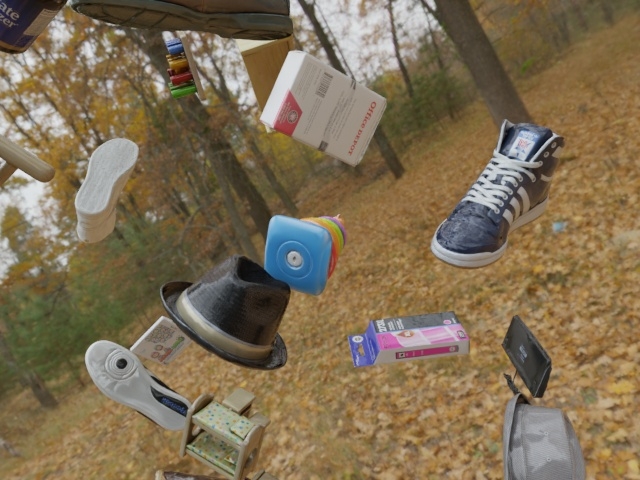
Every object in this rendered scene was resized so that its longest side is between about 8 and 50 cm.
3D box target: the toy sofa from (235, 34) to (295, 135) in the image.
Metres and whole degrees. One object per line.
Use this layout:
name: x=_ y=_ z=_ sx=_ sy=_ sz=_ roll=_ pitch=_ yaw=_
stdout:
toy sofa: x=-0.141 y=-0.499 z=1.565 sx=0.150 sy=0.177 sz=0.363 roll=-18 pitch=-30 yaw=-1

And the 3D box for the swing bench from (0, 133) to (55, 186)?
swing bench: x=-0.408 y=-0.049 z=0.406 sx=0.165 sy=0.255 sz=0.253 roll=-28 pitch=26 yaw=30

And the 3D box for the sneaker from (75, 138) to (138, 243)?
sneaker: x=-0.575 y=-0.130 z=1.422 sx=0.169 sy=0.108 sz=0.293 roll=121 pitch=165 yaw=-47

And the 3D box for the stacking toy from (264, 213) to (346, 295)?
stacking toy: x=0.000 y=0.000 z=1.331 sx=0.165 sy=0.175 sz=0.302 roll=16 pitch=23 yaw=19

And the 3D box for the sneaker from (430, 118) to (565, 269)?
sneaker: x=0.257 y=-0.077 z=0.761 sx=0.099 sy=0.153 sz=0.282 roll=29 pitch=42 yaw=32

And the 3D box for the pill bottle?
pill bottle: x=-0.559 y=-0.468 z=1.009 sx=0.219 sy=0.123 sz=0.123 roll=-33 pitch=2 yaw=25

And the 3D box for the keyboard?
keyboard: x=0.603 y=0.370 z=1.592 sx=0.317 sy=0.033 sz=0.202 roll=-79 pitch=5 yaw=-73

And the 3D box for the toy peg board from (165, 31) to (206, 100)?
toy peg board: x=-0.366 y=-0.447 z=1.374 sx=0.079 sy=0.161 sz=0.161 roll=-20 pitch=32 yaw=-10

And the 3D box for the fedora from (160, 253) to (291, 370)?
fedora: x=-0.165 y=0.124 z=1.111 sx=0.153 sy=0.334 sz=0.334 roll=-57 pitch=2 yaw=5

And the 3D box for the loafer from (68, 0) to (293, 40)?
loafer: x=-0.150 y=-0.285 z=0.610 sx=0.267 sy=0.084 sz=0.096 roll=-9 pitch=13 yaw=-40

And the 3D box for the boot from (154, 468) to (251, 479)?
boot: x=-0.240 y=0.532 z=1.115 sx=0.206 sy=0.090 sz=0.248 roll=8 pitch=-19 yaw=-20

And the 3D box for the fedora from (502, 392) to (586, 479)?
fedora: x=0.459 y=0.450 z=1.078 sx=0.124 sy=0.244 sz=0.276 roll=-11 pitch=47 yaw=32

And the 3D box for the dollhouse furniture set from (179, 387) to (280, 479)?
dollhouse furniture set: x=-0.099 y=0.308 z=0.858 sx=0.161 sy=0.181 sz=0.101 roll=-26 pitch=-45 yaw=-61

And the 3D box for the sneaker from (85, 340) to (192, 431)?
sneaker: x=-0.330 y=0.269 z=0.956 sx=0.079 sy=0.217 sz=0.121 roll=-51 pitch=5 yaw=-28

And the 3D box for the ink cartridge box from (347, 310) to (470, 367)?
ink cartridge box: x=0.280 y=0.319 z=1.737 sx=0.370 sy=0.069 sz=0.176 roll=-9 pitch=25 yaw=-1

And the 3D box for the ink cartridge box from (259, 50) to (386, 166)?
ink cartridge box: x=0.008 y=-0.269 z=1.103 sx=0.159 sy=0.217 sz=0.092 roll=-64 pitch=32 yaw=9

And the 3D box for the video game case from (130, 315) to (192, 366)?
video game case: x=-0.492 y=0.321 z=1.684 sx=0.157 sy=0.143 sz=0.019 roll=-44 pitch=39 yaw=11
